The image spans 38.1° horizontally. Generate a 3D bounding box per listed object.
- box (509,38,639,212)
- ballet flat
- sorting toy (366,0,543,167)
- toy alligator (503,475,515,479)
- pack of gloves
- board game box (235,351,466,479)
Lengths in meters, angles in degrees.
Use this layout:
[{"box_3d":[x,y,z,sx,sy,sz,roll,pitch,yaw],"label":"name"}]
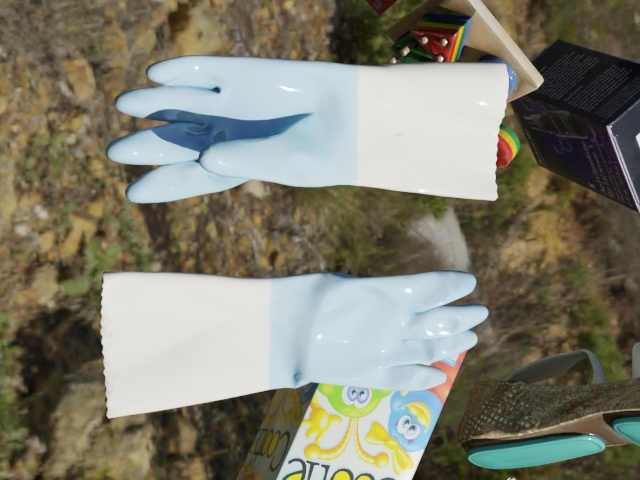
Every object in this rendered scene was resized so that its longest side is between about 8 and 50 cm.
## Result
[{"box_3d":[0.357,-0.151,1.195,0.153,0.108,0.207,55,-10,-34],"label":"box"},{"box_3d":[0.177,0.094,0.557,0.073,0.206,0.067,39,49,-46],"label":"ballet flat"},{"box_3d":[0.129,-0.186,0.940,0.274,0.046,0.132,48,-26,-12],"label":"sorting toy"},{"box_3d":[0.246,0.408,1.455,0.190,0.056,0.051,-63,-141,35],"label":"toy alligator"},{"box_3d":[0.000,0.000,0.503,0.046,0.232,0.195,-150,-121,-69],"label":"pack of gloves"},{"box_3d":[0.027,0.202,1.019,0.275,0.144,0.142,-66,-166,-6],"label":"board game box"}]
